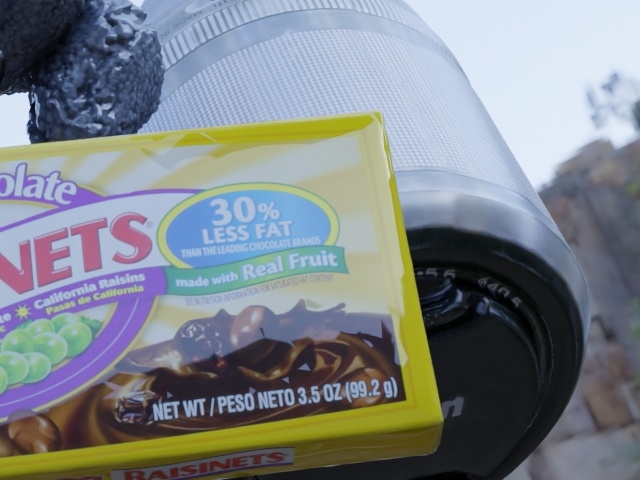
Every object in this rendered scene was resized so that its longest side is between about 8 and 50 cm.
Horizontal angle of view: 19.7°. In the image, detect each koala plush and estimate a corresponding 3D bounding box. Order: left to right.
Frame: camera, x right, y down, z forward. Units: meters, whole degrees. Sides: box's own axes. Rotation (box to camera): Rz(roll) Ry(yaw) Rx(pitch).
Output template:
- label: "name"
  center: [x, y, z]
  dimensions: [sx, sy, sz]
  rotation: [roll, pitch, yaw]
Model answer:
- label: "koala plush"
  center: [-0.192, -0.080, 0.749]
  dimensions: [0.203, 0.221, 0.196]
  rotation: [3, -52, 12]

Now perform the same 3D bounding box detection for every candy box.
- label: "candy box"
  center: [-0.075, 0.021, 0.520]
  dimensions: [0.205, 0.105, 0.027]
  rotation: [-6, -30, -7]

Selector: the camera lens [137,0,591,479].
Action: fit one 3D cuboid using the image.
- label: "camera lens"
  center: [0.000, 0.000, 0.962]
  dimensions: [0.219, 0.274, 0.219]
  rotation: [-10, -49, -12]
